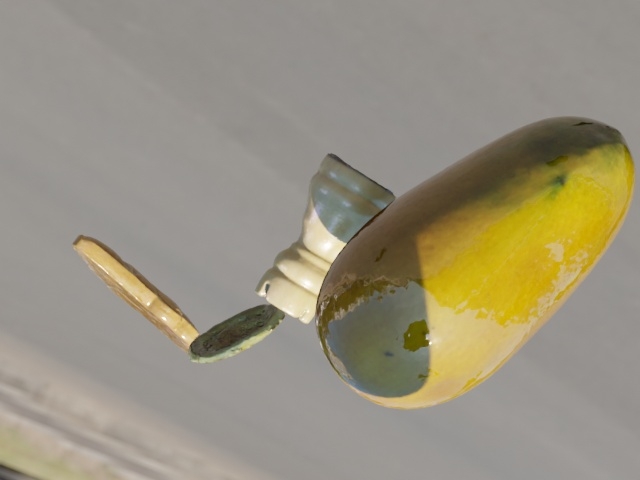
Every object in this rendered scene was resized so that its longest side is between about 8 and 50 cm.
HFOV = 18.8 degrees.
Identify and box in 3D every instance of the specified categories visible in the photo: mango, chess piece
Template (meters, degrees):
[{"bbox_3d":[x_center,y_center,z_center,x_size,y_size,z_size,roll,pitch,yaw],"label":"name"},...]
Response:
[{"bbox_3d":[0.110,0.014,1.356,0.139,0.254,0.175,53,178,-4],"label":"mango"},{"bbox_3d":[0.000,0.000,1.480,0.066,0.122,0.066,34,-179,0],"label":"chess piece"}]

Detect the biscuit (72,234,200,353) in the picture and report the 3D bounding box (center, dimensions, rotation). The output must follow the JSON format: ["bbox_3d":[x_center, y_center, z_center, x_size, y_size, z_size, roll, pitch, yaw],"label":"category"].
[{"bbox_3d":[-0.195,0.058,2.086,0.162,0.035,0.250,27,167,37],"label":"biscuit"}]

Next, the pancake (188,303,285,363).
[{"bbox_3d":[-0.081,0.091,1.885,0.108,0.108,0.017,2,123,56],"label":"pancake"}]
